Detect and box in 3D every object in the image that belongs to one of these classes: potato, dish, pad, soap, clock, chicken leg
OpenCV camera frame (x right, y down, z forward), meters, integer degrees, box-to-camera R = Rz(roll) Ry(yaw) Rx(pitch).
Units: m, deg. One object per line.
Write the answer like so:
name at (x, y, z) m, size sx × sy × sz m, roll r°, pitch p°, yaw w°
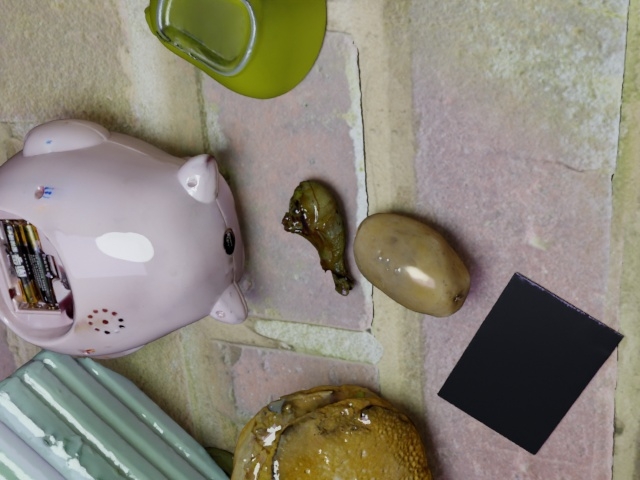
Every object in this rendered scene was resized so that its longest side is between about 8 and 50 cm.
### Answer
potato at (0.119, 0.030, 1.383) m, size 0.178 × 0.118 × 0.109 m, roll 32°, pitch 88°, yaw 23°
dish at (-0.131, -0.296, 1.341) m, size 0.262 × 0.108 × 0.221 m, roll 27°, pitch 121°, yaw 11°
pad at (0.284, 0.176, 1.437) m, size 0.170 × 0.006 × 0.245 m, roll 31°, pitch 123°, yaw 7°
soap at (-0.297, 0.359, 1.533) m, size 0.446 × 0.261 × 0.156 m, roll 41°, pitch 106°, yaw -2°
clock at (-0.304, 0.009, 1.480) m, size 0.377 × 0.250 × 0.368 m, roll 1°, pitch 114°, yaw 25°
chicken leg at (0.000, 0.000, 1.454) m, size 0.093 × 0.070 × 0.178 m, roll -11°, pitch 119°, yaw 29°

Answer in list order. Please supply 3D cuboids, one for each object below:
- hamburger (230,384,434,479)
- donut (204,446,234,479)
hamburger at (0.015, 0.358, 1.487) m, size 0.170 × 0.290 × 0.314 m, roll 0°, pitch 105°, yaw 63°
donut at (-0.190, 0.460, 1.740) m, size 0.272 × 0.107 × 0.272 m, roll 8°, pitch 118°, yaw 16°
